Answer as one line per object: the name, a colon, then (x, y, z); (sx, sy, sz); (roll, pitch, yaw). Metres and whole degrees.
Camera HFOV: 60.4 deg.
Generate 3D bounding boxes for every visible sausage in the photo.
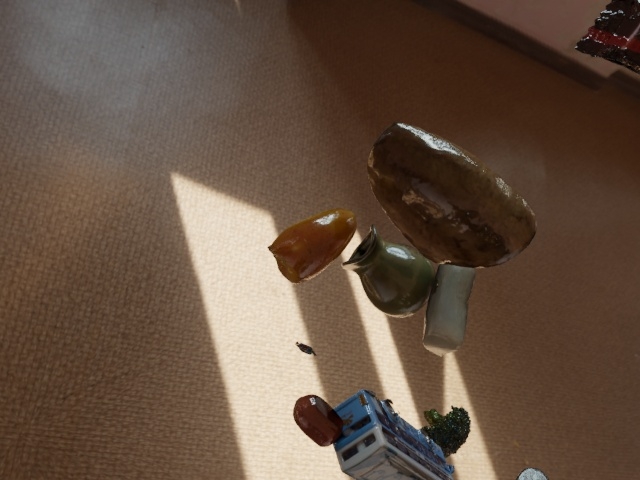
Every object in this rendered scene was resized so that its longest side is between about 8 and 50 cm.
sausage: (-0.006, 0.291, 0.888); (0.094, 0.054, 0.059); (47, 19, -12)

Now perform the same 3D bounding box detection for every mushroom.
mushroom: (0.405, 0.149, 1.712); (0.125, 0.177, 0.397); (16, 70, 3)
mushroom: (0.305, -0.116, 1.378); (0.397, 0.313, 0.224); (44, 80, -24)

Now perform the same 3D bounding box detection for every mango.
mango: (0.000, 0.000, 1.454); (0.257, 0.187, 0.138); (-39, 70, -15)

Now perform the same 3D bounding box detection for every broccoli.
broccoli: (0.381, 0.583, 1.709); (0.154, 0.160, 0.167); (-7, 119, -17)

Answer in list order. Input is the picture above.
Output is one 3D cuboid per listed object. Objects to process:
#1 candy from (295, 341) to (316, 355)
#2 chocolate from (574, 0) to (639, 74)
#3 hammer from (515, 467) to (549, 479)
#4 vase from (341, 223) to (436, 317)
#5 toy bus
candy: (-0.041, 0.290, 1.480); (0.020, 0.083, 0.030); (-40, 124, -29)
chocolate: (0.362, -0.189, 0.560); (0.182, 0.028, 0.086); (36, 89, 23)
hammer: (0.291, 0.487, 0.849); (0.044, 0.440, 0.168); (21, 43, 30)
vase: (0.210, 0.096, 1.866); (0.302, 0.329, 0.241); (37, 87, -11)
toy bus: (0.134, 0.386, 0.989); (0.297, 0.106, 0.131); (44, 14, -35)
